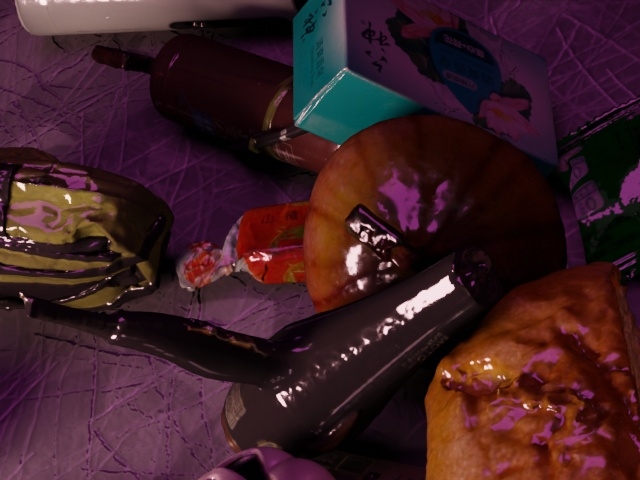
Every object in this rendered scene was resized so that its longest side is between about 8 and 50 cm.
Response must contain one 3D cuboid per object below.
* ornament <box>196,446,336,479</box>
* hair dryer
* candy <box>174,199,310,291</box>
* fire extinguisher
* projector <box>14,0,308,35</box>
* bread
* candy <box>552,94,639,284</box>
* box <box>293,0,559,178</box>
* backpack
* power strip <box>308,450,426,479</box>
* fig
[{"bbox_3d":[-0.040,0.253,1.498,0.177,0.177,0.177,-10,48,11],"label":"ornament"},{"bbox_3d":[-0.063,0.073,1.455,0.303,0.359,0.120,-36,51,42],"label":"hair dryer"},{"bbox_3d":[0.000,0.000,1.778,0.292,0.059,0.086,-7,46,13],"label":"candy"},{"bbox_3d":[-0.075,-0.139,1.876,0.341,0.141,0.105,20,91,28],"label":"fire extinguisher"},{"bbox_3d":[-0.170,-0.286,2.053,0.337,0.108,0.108,0,51,19],"label":"projector"},{"bbox_3d":[0.184,0.181,1.475,0.179,0.194,0.340,-16,45,14],"label":"bread"},{"bbox_3d":[0.290,-0.060,1.718,0.141,0.078,0.203,-18,42,4],"label":"candy"},{"bbox_3d":[0.099,-0.140,1.745,0.092,0.245,0.153,-45,33,39],"label":"box"},{"bbox_3d":[-0.270,-0.006,1.786,0.253,0.207,0.140,5,74,12],"label":"backpack"},{"bbox_3d":[0.025,0.210,1.591,0.169,0.028,0.076,9,27,26],"label":"power strip"},{"bbox_3d":[0.096,0.008,1.624,0.235,0.235,0.214,-26,26,-4],"label":"fig"}]
